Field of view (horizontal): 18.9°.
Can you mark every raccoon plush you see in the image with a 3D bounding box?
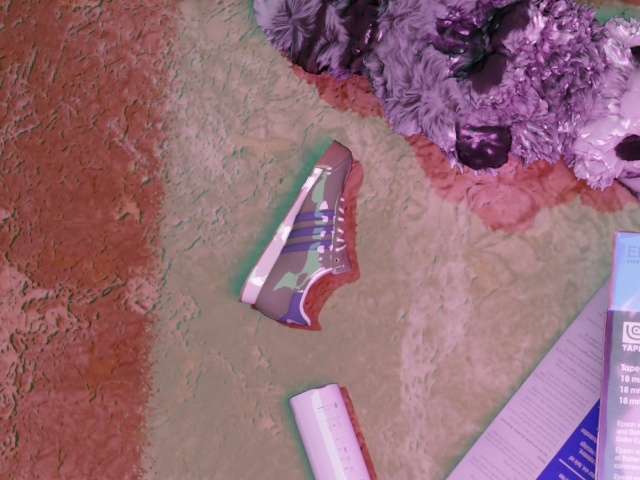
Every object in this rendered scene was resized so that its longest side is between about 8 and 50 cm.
[{"bbox_3d":[0.183,-0.194,1.933,0.446,0.299,0.216,38,107,44],"label":"raccoon plush"}]

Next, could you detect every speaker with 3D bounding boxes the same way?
[{"bbox_3d":[0.014,0.215,1.924,0.055,0.055,0.136,-21,79,6],"label":"speaker"}]

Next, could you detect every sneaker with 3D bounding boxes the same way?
[{"bbox_3d":[0.000,0.000,1.959,0.086,0.064,0.192,31,88,5],"label":"sneaker"}]

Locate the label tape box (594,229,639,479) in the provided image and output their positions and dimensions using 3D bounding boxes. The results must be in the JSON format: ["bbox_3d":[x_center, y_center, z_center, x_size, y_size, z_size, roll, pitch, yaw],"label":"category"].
[{"bbox_3d":[0.365,0.170,1.688,0.241,0.106,0.333,4,82,10],"label":"label tape box"}]

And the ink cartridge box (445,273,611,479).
[{"bbox_3d":[0.252,0.190,1.835,0.371,0.069,0.176,-49,38,-2],"label":"ink cartridge box"}]
